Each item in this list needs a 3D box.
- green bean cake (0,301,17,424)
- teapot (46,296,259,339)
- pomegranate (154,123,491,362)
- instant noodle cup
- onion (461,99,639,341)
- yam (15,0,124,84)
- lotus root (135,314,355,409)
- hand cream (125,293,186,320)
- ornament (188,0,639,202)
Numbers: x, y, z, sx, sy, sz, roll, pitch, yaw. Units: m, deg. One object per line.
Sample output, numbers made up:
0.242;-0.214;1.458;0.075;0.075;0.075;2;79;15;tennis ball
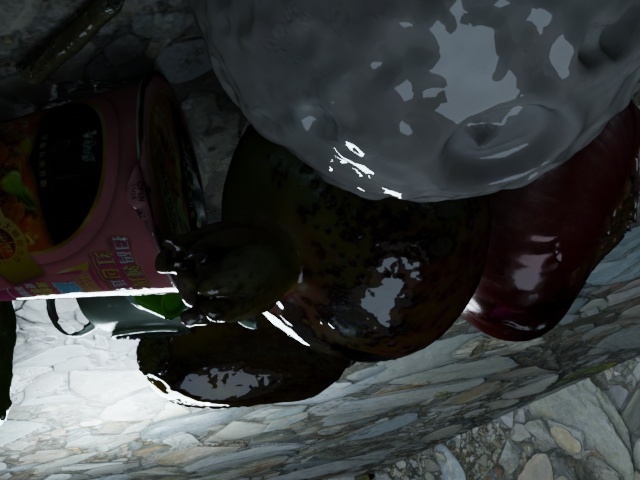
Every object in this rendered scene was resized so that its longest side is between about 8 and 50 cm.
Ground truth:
-0.468;0.135;0.958;0.156;0.249;0.247;8;149;-39;green bean cake
-0.230;0.070;1.071;0.295;0.129;0.193;-7;167;9;teapot
0.000;0.000;0.763;0.341;0.285;0.285;-25;166;-41;pomegranate
-0.258;-0.033;0.797;0.255;0.243;0.244;-9;155;3;instant noodle cup
0.236;-0.056;0.983;0.347;0.286;0.347;-50;156;-32;onion
-0.222;-0.183;0.713;0.129;0.027;0.033;-32;152;29;yam
-0.104;0.175;1.310;0.398;0.195;0.179;6;168;-35;lotus root
-0.275;0.027;0.935;0.275;0.050;0.079;17;141;27;hand cream
0.076;-0.183;0.551;0.337;0.337;0.337;-13;155;-6;ornament
